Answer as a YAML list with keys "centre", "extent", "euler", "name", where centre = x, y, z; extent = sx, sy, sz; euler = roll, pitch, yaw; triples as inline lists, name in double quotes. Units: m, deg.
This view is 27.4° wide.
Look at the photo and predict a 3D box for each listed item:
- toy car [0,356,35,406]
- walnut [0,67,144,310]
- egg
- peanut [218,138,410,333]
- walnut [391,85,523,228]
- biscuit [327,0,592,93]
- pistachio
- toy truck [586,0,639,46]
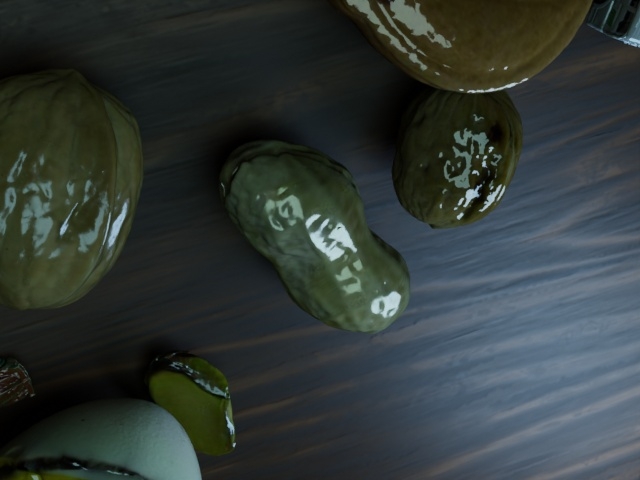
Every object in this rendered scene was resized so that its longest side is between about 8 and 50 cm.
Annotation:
- centre: [-0.397, 0.181, 1.525]
  extent: [0.122, 0.035, 0.059]
  euler: [-27, 124, -10]
  name: "toy car"
- centre: [-0.291, -0.053, 1.362]
  extent: [0.225, 0.225, 0.261]
  euler: [13, 103, -26]
  name: "walnut"
- centre: [-0.270, 0.290, 1.558]
  extent: [0.286, 0.174, 0.264]
  euler: [-23, 127, 20]
  name: "egg"
- centre: [0.000, 0.000, 1.546]
  extent: [0.149, 0.149, 0.313]
  euler: [-37, 121, -2]
  name: "peanut"
- centre: [0.159, -0.099, 1.559]
  extent: [0.155, 0.155, 0.184]
  euler: [7, 105, -24]
  name: "walnut"
- centre: [0.194, -0.385, 1.429]
  extent: [0.349, 0.078, 0.455]
  euler: [11, 94, -28]
  name: "biscuit"
- centre: [-0.150, 0.192, 1.621]
  extent: [0.089, 0.049, 0.173]
  euler: [-20, 124, 14]
  name: "pistachio"
- centre: [0.414, -0.345, 1.558]
  extent: [0.101, 0.125, 0.242]
  euler: [9, 112, -27]
  name: "toy truck"
